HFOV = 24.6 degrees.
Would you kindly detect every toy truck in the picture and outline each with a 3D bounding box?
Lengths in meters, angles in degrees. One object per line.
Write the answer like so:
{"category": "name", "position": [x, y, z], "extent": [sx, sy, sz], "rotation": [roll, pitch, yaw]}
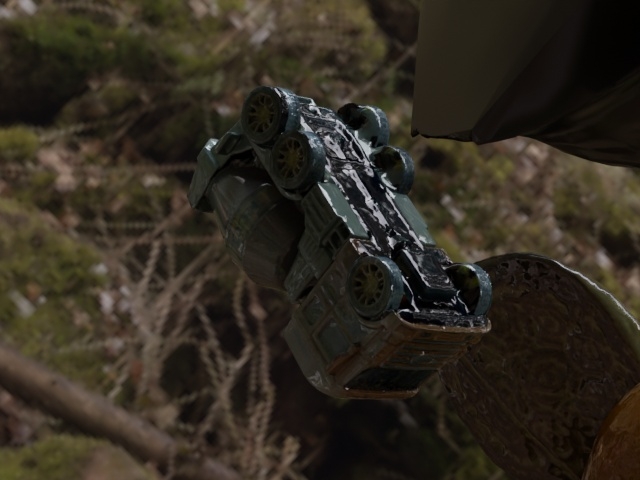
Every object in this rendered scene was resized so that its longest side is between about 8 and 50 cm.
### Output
{"category": "toy truck", "position": [0.000, 0.000, 1.020], "extent": [0.108, 0.140, 0.256], "rotation": [6, 43, -44]}

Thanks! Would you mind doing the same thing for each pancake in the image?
{"category": "pancake", "position": [0.205, 0.122, 1.332], "extent": [0.031, 0.250, 0.250], "rotation": [-24, 61, -41]}

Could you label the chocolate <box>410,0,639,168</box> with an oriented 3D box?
{"category": "chocolate", "position": [0.270, -0.168, 0.781], "extent": [0.331, 0.383, 0.383], "rotation": [24, 8, -14]}

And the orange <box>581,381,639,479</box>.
{"category": "orange", "position": [0.181, 0.109, 0.571], "extent": [0.159, 0.159, 0.136], "rotation": [46, 45, 2]}
